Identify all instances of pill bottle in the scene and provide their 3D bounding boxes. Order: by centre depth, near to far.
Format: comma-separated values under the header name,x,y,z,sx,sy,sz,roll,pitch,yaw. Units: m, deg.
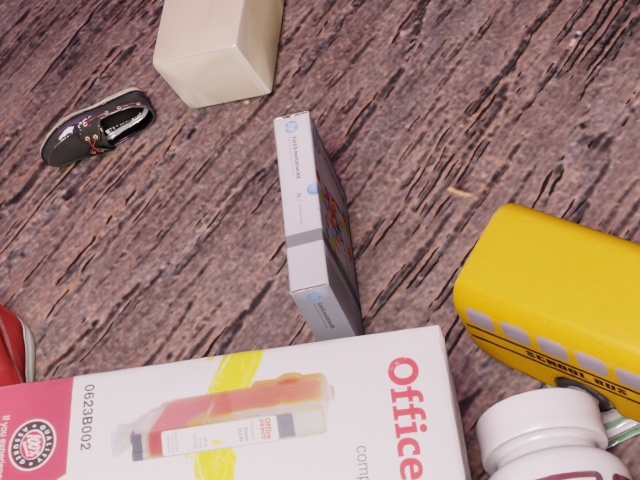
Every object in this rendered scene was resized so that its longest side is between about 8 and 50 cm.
name,x,y,z,sx,sy,sz,roll,pitch,yaw
pill bottle,0.187,0.232,0.974,0.121,0.121,0.221,-16,55,10

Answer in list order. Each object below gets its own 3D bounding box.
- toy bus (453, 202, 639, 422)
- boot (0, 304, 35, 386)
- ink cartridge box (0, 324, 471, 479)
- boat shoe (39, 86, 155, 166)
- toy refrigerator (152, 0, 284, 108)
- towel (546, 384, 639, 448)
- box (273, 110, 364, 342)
name,x,y,z,sx,sy,sz,roll,pitch,yaw
toy bus,0.277,0.083,0.998,0.332,0.130,0.108,21,68,32
boot,-0.321,0.141,1.184,0.088,0.176,0.244,-21,56,5
ink cartridge box,-0.071,0.237,0.961,0.384,0.160,0.279,-8,51,4
boat shoe,-0.241,-0.117,1.390,0.133,0.049,0.042,-30,46,-5
toy refrigerator,-0.099,-0.282,1.416,0.102,0.094,0.270,-9,56,23
towel,0.242,0.096,1.098,0.113,0.023,0.152,-25,54,3
box,0.000,0.000,1.172,0.038,0.145,0.186,-14,55,9
